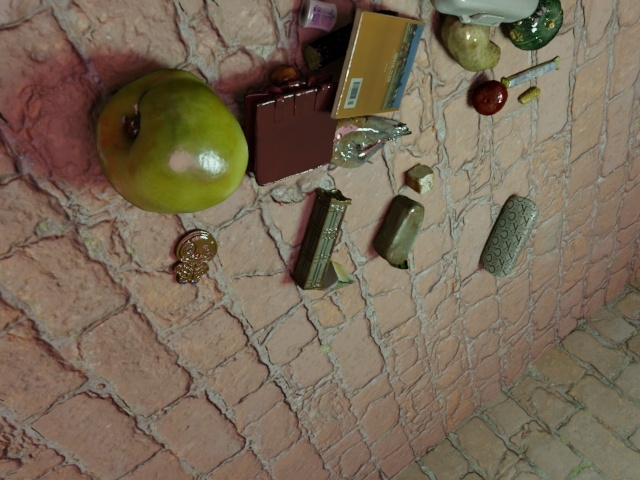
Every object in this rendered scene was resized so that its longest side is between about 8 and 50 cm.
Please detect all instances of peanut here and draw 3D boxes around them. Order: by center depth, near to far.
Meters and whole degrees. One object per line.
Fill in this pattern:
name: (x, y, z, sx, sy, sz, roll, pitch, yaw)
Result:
peanut: (0.457, -0.590, 1.591, 0.137, 0.122, 0.253, -38, 139, 17)

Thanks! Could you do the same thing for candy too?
candy: (0.276, -0.035, 1.845, 0.102, 0.104, 0.234, 10, 113, -38)

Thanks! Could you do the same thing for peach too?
peach: (-0.313, -0.203, 1.171, 0.314, 0.281, 0.315, -52, 143, -4)

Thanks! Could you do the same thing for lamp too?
lamp: (0.000, 0.000, 1.676, 0.090, 0.089, 0.326, -1, 120, -36)

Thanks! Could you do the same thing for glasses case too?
glasses case: (0.789, -0.013, 2.222, 0.085, 0.137, 0.355, -4, 122, -43)

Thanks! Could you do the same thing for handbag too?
handbag: (-0.073, -0.288, 1.387, 0.259, 0.084, 0.276, -22, 145, -22)

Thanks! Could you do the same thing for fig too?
fig: (0.574, -0.468, 1.779, 0.119, 0.119, 0.153, -57, 149, 9)

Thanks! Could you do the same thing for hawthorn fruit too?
hawthorn fruit: (-0.078, -0.424, 1.349, 0.103, 0.066, 0.067, -43, 136, -16)

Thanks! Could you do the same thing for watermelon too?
watermelon: (0.302, 0.064, 1.959, 0.086, 0.069, 0.163, -34, 136, -12)

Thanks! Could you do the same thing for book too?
book: (0.162, -0.465, 1.425, 0.373, 0.028, 0.263, -25, 135, -53)

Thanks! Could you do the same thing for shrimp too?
shrimp: (0.144, -0.297, 1.606, 0.316, 0.062, 0.164, -9, 128, -27)

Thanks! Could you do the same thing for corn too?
corn: (0.760, -0.525, 1.925, 0.092, 0.037, 0.037, -34, 134, -10)

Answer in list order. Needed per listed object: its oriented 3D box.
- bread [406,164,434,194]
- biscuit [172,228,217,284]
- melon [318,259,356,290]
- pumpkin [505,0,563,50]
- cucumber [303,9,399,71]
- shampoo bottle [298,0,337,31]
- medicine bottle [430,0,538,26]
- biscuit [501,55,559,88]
bread: (0.339, -0.206, 1.794, 0.076, 0.083, 0.070, -29, 136, -18)
biscuit: (-0.352, 0.049, 1.489, 0.124, 0.026, 0.175, 1, 118, -37)
melon: (0.040, 0.128, 1.811, 0.139, 0.093, 0.202, -26, 168, 14)
pumpkin: (0.670, -0.693, 1.666, 0.190, 0.146, 0.191, -5, 115, -10)
cucumber: (0.086, -0.533, 1.390, 0.300, 0.072, 0.072, -33, 133, -19)
shampoo bottle: (-0.001, -0.562, 1.325, 0.099, 0.043, 0.072, -4, 122, -36)
medicine bottle: (0.451, -0.740, 1.446, 0.374, 0.123, 0.283, -9, 101, -33)
biscuit: (0.751, -0.592, 1.880, 0.291, 0.026, 0.048, -25, 127, -22)
